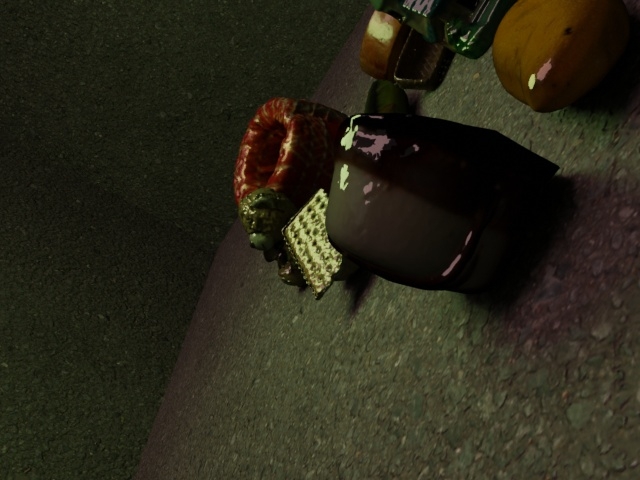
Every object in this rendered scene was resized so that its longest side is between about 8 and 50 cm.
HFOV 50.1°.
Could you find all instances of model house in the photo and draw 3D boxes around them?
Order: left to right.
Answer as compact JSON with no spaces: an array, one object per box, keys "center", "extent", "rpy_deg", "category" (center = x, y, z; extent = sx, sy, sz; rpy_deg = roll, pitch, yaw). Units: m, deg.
[{"center":[0.258,-0.565,1.377],"extent":[0.312,0.280,0.245],"rpy_deg":[-58,13,19],"category":"model house"}]

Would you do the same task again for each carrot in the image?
[{"center":[0.215,-0.562,1.787],"extent":[0.307,0.100,0.258],"rpy_deg":[-61,-14,17],"category":"carrot"}]

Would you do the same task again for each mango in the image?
[{"center":[0.309,-0.246,0.878],"extent":[0.177,0.120,0.295],"rpy_deg":[-45,20,28],"category":"mango"}]

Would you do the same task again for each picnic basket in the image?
[{"center":[0.244,-0.427,1.571],"extent":[0.110,0.055,0.193],"rpy_deg":[11,69,33],"category":"picnic basket"}]

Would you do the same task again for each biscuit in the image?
[{"center":[-0.001,0.000,1.334],"extent":[0.144,0.016,0.203],"rpy_deg":[-48,45,16],"category":"biscuit"}]

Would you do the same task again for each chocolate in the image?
[{"center":[0.135,-0.032,0.859],"extent":[0.283,0.283,0.186],"rpy_deg":[-177,99,-76],"category":"chocolate"}]

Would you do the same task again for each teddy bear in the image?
[{"center":[-0.088,-0.022,1.653],"extent":[0.156,0.256,0.267],"rpy_deg":[-62,12,-24],"category":"teddy bear"}]

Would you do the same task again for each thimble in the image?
[{"center":[-0.072,-0.209,1.844],"extent":[0.350,0.230,0.350],"rpy_deg":[-25,60,53],"category":"thimble"}]

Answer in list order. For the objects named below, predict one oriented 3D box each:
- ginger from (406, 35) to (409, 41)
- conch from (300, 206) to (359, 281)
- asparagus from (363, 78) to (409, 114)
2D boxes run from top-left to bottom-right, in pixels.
[{"center":[0.297,-0.569,1.703],"extent":[0.333,0.080,0.166],"rpy_deg":[-59,18,-3],"category":"ginger"},{"center":[0.045,-0.006,1.436],"extent":[0.178,0.163,0.245],"rpy_deg":[-26,-1,3],"category":"conch"},{"center":[0.154,-0.294,1.602],"extent":[0.128,0.108,0.382],"rpy_deg":[-54,14,33],"category":"asparagus"}]
